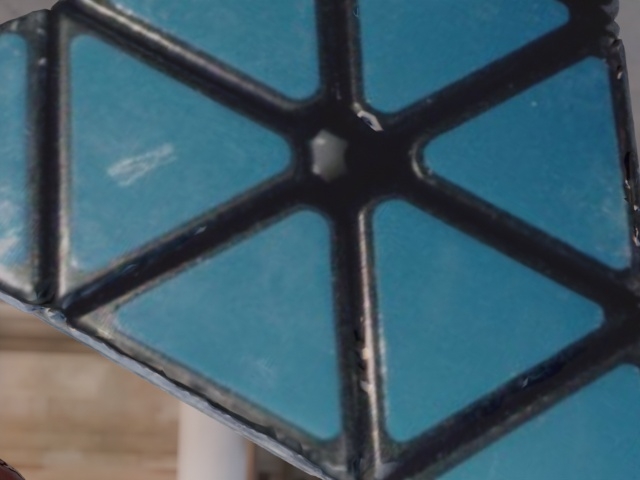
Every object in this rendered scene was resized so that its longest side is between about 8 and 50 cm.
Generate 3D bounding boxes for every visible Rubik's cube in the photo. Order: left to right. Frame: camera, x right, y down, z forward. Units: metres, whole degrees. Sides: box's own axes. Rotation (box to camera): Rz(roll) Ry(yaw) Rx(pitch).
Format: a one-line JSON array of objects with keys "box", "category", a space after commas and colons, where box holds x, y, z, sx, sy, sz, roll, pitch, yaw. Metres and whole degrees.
[{"box": [0.002, 0.001, 0.669, 0.233, 0.228, 0.229, -13, -161, 22], "category": "Rubik's cube"}]

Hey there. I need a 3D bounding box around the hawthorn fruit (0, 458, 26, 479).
[{"box": [-0.177, 0.151, 0.904, 0.140, 0.125, 0.125, -12, -179, -34], "category": "hawthorn fruit"}]
